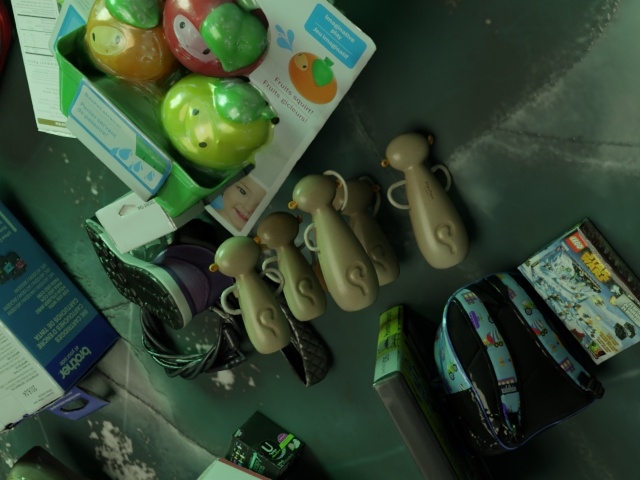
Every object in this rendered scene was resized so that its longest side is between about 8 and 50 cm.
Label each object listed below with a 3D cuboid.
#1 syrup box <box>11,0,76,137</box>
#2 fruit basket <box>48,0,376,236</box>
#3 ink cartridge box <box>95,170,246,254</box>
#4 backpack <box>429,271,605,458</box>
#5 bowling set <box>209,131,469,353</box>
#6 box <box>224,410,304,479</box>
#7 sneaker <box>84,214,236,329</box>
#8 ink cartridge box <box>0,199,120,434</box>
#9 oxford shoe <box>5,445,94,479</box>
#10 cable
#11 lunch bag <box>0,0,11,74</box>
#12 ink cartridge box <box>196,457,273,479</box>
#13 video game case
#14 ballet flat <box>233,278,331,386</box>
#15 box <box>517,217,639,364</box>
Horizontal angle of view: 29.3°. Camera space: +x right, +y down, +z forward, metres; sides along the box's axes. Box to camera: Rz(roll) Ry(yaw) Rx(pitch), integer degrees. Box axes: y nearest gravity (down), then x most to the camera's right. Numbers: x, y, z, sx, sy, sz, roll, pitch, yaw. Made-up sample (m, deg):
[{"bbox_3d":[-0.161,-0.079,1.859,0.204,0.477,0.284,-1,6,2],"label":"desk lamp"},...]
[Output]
[{"bbox_3d":[-0.300,-0.251,1.480,0.096,0.093,0.236,10,121,30],"label":"syrup box"},{"bbox_3d":[-0.140,-0.193,1.266,0.327,0.165,0.353,44,145,4],"label":"fruit basket"},{"bbox_3d":[-0.177,-0.052,1.469,0.109,0.150,0.063,-22,101,41],"label":"ink cartridge box"},{"bbox_3d":[0.191,0.130,1.318,0.173,0.158,0.117,62,151,7],"label":"backpack"},{"bbox_3d":[0.000,0.000,1.365,0.154,0.287,0.200,67,164,-6],"label":"bowling set"},{"bbox_3d":[-0.075,0.283,1.649,0.083,0.062,0.052,32,131,17],"label":"box"},{"bbox_3d":[-0.197,0.020,1.570,0.283,0.124,0.107,29,146,50],"label":"sneaker"},{"bbox_3d":[-0.480,0.124,1.770,0.270,0.151,0.395,-30,102,42],"label":"ink cartridge box"},{"bbox_3d":[-0.327,0.451,1.896,0.364,0.132,0.130,42,127,-17],"label":"oxford shoe"},{"bbox_3d":[-0.184,0.112,1.638,0.184,0.047,0.150,-12,108,39],"label":"cable"},{"bbox_3d":[-0.561,-0.275,1.631,0.293,0.120,0.258,39,132,10],"label":"lunch bag"},{"bbox_3d":[-0.064,0.451,1.660,0.207,0.117,0.283,17,140,26],"label":"ink cartridge box"},{"bbox_3d":[0.137,0.226,1.357,0.035,0.248,0.275,-27,100,10],"label":"video game case"},{"bbox_3d":[-0.052,0.108,1.541,0.173,0.049,0.057,48,131,3],"label":"ballet flat"},{"bbox_3d":[0.285,0.054,1.288,0.137,0.027,0.094,51,134,0],"label":"box"}]
